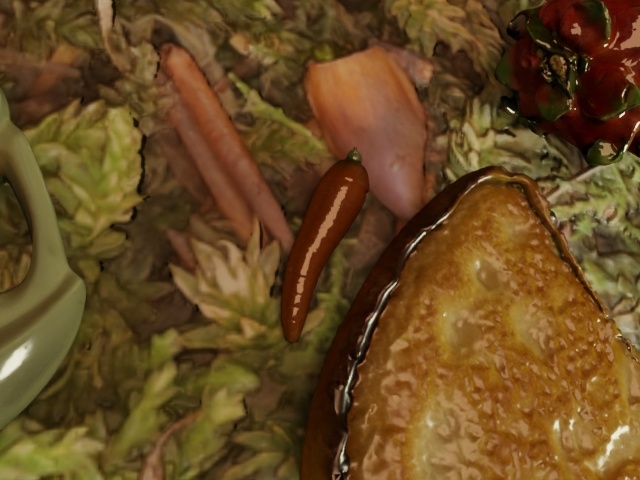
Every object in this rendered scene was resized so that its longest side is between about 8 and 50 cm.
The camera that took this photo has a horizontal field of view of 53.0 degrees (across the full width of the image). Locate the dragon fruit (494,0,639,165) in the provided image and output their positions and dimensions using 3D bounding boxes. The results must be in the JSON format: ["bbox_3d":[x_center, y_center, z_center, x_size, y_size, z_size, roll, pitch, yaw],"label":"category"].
[{"bbox_3d":[0.245,-0.124,0.481,0.235,0.137,0.135,8,36,-14],"label":"dragon fruit"}]

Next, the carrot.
[{"bbox_3d":[0.000,0.000,0.434,0.035,0.035,0.142,25,77,-7],"label":"carrot"}]

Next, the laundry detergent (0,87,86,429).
[{"bbox_3d":[-0.226,0.021,0.334,0.181,0.091,0.253,-19,80,-25],"label":"laundry detergent"}]

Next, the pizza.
[{"bbox_3d":[0.138,0.074,0.427,0.287,0.074,0.251,13,72,-12],"label":"pizza"}]
